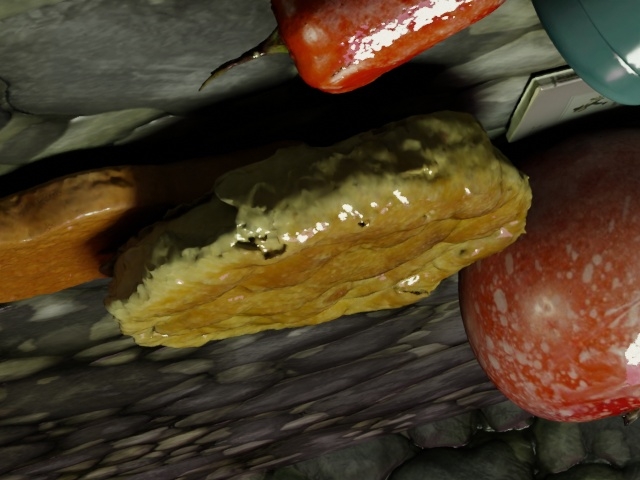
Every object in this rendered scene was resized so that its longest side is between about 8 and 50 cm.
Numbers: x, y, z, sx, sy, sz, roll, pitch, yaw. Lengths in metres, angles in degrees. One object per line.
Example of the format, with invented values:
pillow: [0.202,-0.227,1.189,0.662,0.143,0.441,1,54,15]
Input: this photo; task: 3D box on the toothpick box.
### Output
toothpick box: [0.213,-0.165,0.983,0.184,0.120,0.120,-33,159,33]

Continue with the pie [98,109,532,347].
pie: [0.000,0.000,1.307,0.339,0.083,0.339,-16,166,-4]

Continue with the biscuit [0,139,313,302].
biscuit: [-0.160,-0.012,1.297,0.334,0.047,0.202,-12,166,-30]

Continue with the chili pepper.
chili pepper: [0.013,-0.124,0.993,0.192,0.084,0.086,-25,147,16]

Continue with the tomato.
tomato: [0.239,0.018,1.470,0.270,0.227,0.270,-22,-167,5]

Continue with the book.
book: [0.237,-0.119,1.390,0.181,0.014,0.127,-14,166,-9]
